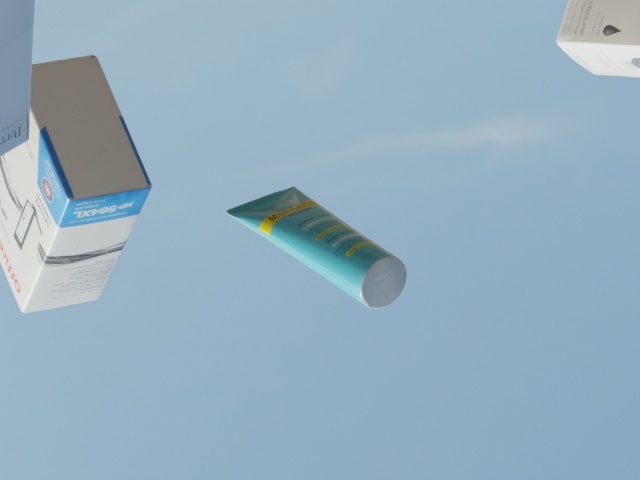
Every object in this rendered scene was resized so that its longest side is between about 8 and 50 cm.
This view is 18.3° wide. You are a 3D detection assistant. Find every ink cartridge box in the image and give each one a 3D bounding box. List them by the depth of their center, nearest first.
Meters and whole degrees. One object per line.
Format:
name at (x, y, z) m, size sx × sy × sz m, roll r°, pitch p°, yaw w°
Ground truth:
ink cartridge box at (-0.240, -0.048, 1.812) m, size 0.086 × 0.203 × 0.148 m, roll -12°, pitch -117°, yaw -29°
ink cartridge box at (0.375, -0.254, 2.078) m, size 0.218 × 0.092 × 0.158 m, roll 9°, pitch -104°, yaw 41°

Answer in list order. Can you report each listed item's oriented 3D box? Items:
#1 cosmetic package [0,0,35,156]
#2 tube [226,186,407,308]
cosmetic package at (-0.312, -0.134, 1.321) m, size 0.138 × 0.224 × 0.224 m, roll 34°, pitch -133°, yaw 23°
tube at (0.000, 0.000, 1.877) m, size 0.080 × 0.052 × 0.207 m, roll -16°, pitch -148°, yaw -32°
